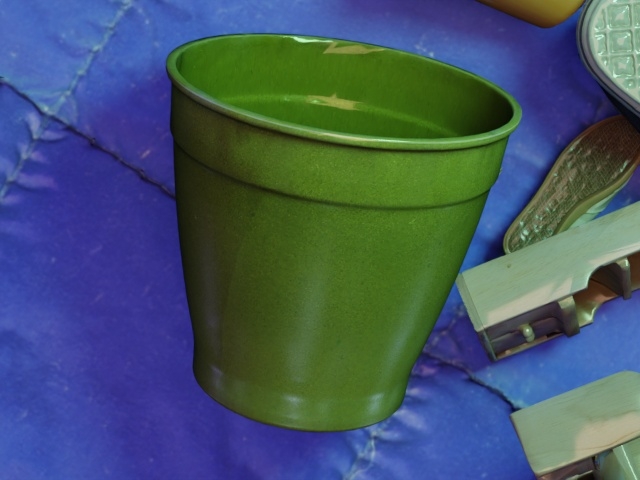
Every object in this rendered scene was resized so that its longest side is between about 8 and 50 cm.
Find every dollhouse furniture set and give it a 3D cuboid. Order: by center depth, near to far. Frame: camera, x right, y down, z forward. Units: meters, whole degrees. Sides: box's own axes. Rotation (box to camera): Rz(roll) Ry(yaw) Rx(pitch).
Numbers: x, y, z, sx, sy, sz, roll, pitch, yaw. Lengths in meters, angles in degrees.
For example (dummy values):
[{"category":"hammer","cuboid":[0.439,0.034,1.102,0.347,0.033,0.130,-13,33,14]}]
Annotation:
[{"category":"dollhouse furniture set","cuboid":[0.340,0.185,1.683,0.256,0.362,0.394,-23,69,5]}]

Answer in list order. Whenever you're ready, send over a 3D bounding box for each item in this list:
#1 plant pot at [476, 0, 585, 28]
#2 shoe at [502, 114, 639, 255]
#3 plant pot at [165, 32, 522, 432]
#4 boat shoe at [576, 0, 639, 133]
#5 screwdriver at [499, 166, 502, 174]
[{"category":"plant pot","cuboid":[0.203,-0.329,1.677,0.188,0.205,0.205,32,98,-21]},{"category":"shoe","cuboid":[0.289,-0.056,1.787,0.219,0.058,0.076,-46,76,3]},{"category":"plant pot","cuboid":[0.000,0.000,1.665,0.366,0.366,0.353,8,110,-2]},{"category":"boat shoe","cuboid":[0.477,-0.106,1.700,0.500,0.156,0.187,40,97,-5]},{"category":"screwdriver","cuboid":[0.163,-0.013,1.812,0.024,0.025,0.170,32,89,-5]}]
